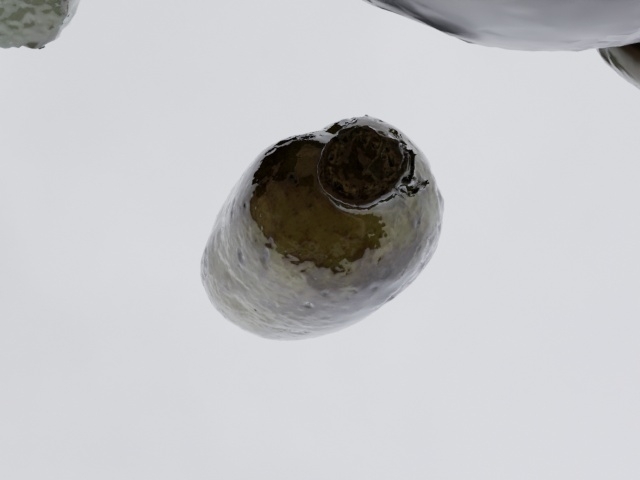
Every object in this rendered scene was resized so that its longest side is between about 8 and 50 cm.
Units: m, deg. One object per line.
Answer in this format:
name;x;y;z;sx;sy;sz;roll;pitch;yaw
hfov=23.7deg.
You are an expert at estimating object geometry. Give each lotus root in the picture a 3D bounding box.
lotus root;0.000;0.000;0.666;0.089;0.179;0.080;-16;-104;-23

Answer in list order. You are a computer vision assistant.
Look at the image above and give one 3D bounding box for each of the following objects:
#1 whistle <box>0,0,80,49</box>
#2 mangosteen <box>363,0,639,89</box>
whistle;-0.099;-0.211;0.705;0.134;0.142;0.346;-40;-153;38
mangosteen;0.084;-0.170;0.409;0.297;0.293;0.297;-2;-146;1
